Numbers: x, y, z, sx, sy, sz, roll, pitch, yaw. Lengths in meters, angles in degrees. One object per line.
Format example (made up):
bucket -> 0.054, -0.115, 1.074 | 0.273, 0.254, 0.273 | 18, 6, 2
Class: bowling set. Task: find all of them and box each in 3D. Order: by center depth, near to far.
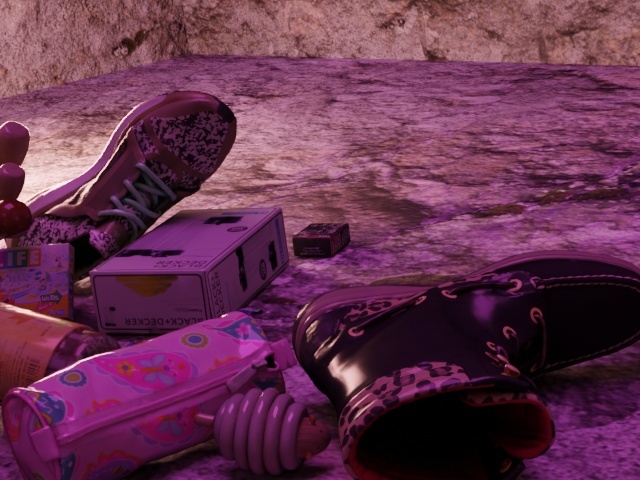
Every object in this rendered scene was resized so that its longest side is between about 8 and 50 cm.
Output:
bowling set -> -0.489, -0.038, 1.729 | 0.287, 0.154, 0.200 | -11, 50, -44

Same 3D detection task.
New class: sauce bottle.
sauce bottle -> -0.383, 0.115, 1.406 | 0.344, 0.111, 0.111 | 14, 23, 23

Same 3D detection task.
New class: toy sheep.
toy sheep -> -0.055, 0.180, 1.202 | 0.132, 0.091, 0.091 | 3, 18, 12

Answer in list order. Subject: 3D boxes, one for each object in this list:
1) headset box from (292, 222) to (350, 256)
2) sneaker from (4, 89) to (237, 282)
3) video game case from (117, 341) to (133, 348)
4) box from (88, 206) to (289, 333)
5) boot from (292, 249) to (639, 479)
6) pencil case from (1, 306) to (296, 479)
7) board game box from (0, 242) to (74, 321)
headset box -> 0.000, 0.000, 1.879 | 0.062, 0.032, 0.083 | 0, 18, 23
sneaker -> -0.273, -0.041, 1.786 | 0.410, 0.158, 0.182 | -38, 33, 16
video game case -> -0.324, 0.149, 1.527 | 0.166, 0.015, 0.119 | 0, 18, 18
box -> -0.168, 0.036, 1.721 | 0.169, 0.087, 0.290 | 0, 18, 20
boot -> 0.169, 0.122, 1.221 | 0.377, 0.138, 0.284 | -4, 18, -4
pencil case -> -0.165, 0.157, 1.251 | 0.284, 0.124, 0.124 | -17, 19, -34
board game box -> -0.407, 0.062, 1.702 | 0.154, 0.103, 0.026 | -5, -17, 6
